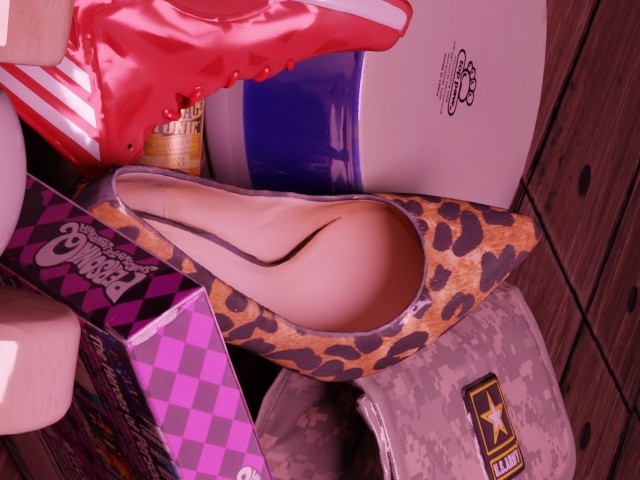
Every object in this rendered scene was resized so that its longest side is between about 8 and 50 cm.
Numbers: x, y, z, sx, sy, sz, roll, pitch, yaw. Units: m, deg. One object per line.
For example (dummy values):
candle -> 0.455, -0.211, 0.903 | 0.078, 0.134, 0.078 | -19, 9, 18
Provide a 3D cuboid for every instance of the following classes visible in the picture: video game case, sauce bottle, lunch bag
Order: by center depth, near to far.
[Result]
video game case -> -0.095, 0.071, 0.621 | 0.042, 0.210, 0.232 | -37, 133, -24
sauce bottle -> -0.081, -0.084, 0.762 | 0.042, 0.042, 0.128 | -17, 113, -58
lunch bag -> 0.045, 0.169, 0.914 | 0.235, 0.169, 0.287 | -19, 126, -58

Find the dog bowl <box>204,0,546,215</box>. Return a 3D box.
dog bowl -> 0.043, -0.106, 0.906 | 0.265, 0.104, 0.265 | -29, 125, -53

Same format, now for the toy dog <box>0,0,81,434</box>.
toy dog -> -0.224, -0.034, 0.429 | 0.334, 0.161, 0.220 | 27, 79, -37

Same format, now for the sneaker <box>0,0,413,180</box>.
sneaker -> -0.065, -0.088, 0.714 | 0.221, 0.087, 0.128 | 8, 106, -28

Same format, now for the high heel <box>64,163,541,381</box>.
high heel -> 0.000, 0.000, 0.703 | 0.186, 0.261, 0.093 | 99, -25, -64
